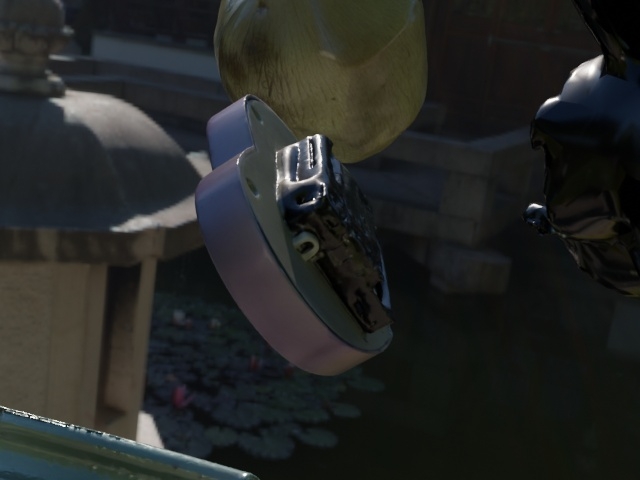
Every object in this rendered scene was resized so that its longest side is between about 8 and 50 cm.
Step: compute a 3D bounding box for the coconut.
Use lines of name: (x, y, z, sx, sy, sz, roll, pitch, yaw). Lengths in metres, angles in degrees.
coconut: (-0.003, -0.183, 0.879, 0.224, 0.224, 0.224, 7, 14, -2)

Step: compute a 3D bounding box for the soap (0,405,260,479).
soap: (-0.181, 0.225, 0.853, 0.261, 0.094, 0.150, 14, -25, 10)

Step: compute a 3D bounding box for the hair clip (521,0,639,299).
hair clip: (0.211, -0.041, 0.396, 0.310, 0.206, 0.194, 15, 20, -39)

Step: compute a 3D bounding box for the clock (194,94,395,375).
clock: (0.000, 0.000, 0.565, 0.064, 0.172, 0.198, -30, 26, 15)
